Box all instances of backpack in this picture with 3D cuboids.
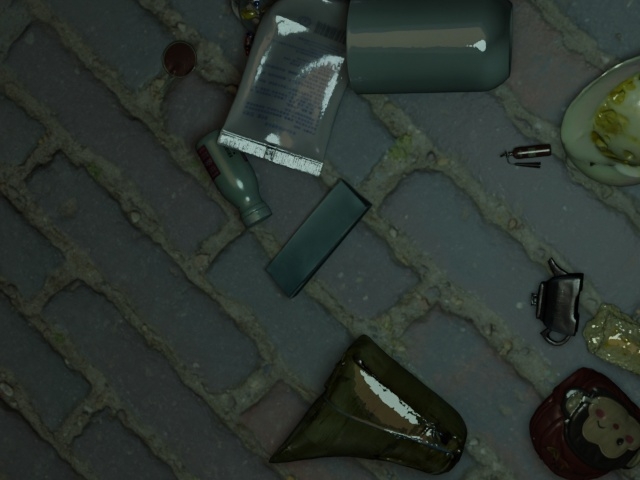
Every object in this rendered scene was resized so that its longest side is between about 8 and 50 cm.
[{"bbox_3d":[0.523,0.374,1.759,0.229,0.139,0.229,0,106,0],"label":"backpack"}]

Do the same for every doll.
[{"bbox_3d":[-0.134,-0.476,1.906,0.104,0.062,0.195,-6,100,17],"label":"doll"}]

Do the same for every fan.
[{"bbox_3d":[-0.330,-0.388,1.997,0.085,0.005,0.133,33,101,10],"label":"fan"}]

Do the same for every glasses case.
[{"bbox_3d":[0.000,0.000,1.920,0.266,0.056,0.105,-50,57,14],"label":"glasses case"}]

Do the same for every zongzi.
[{"bbox_3d":[0.100,0.432,1.864,0.323,0.160,0.360,40,103,10],"label":"zongzi"}]

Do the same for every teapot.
[{"bbox_3d":[0.471,0.123,1.775,0.096,0.087,0.177,6,96,20],"label":"teapot"}]

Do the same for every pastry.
[{"bbox_3d":[0.647,0.216,1.735,0.258,0.089,0.121,27,89,9],"label":"pastry"}]

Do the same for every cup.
[{"bbox_3d":[0.217,-0.391,1.744,0.312,0.205,0.205,3,95,13],"label":"cup"}]

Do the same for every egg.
[{"bbox_3d":[0.584,-0.203,1.678,0.206,0.162,0.271,11,63,52],"label":"egg"}]

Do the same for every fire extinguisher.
[{"bbox_3d":[0.418,-0.168,1.798,0.100,0.032,0.046,-6,127,16],"label":"fire extinguisher"}]

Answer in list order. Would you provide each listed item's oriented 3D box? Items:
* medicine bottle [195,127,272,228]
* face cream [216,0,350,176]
[{"bbox_3d":[-0.186,-0.135,1.933,0.090,0.090,0.217,-30,87,16],"label":"medicine bottle"},{"bbox_3d":[-0.043,-0.362,1.856,0.234,0.137,0.420,17,103,-10],"label":"face cream"}]
